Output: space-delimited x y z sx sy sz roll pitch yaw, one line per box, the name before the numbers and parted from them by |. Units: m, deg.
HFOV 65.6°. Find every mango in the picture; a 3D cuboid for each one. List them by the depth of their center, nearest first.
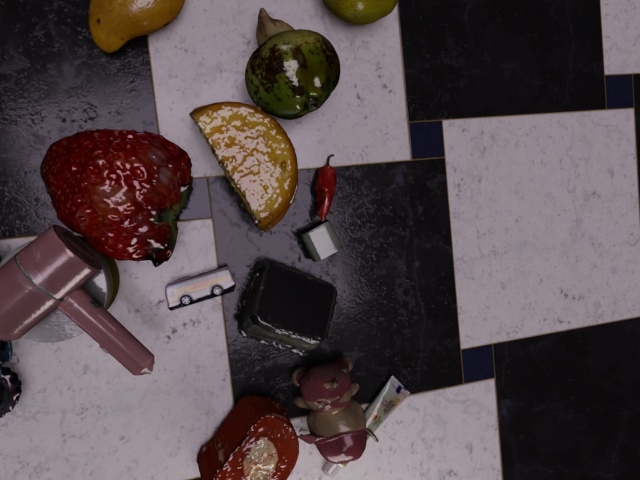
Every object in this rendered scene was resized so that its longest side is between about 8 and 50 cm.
mango | -0.425 -0.546 1.141 0.262 0.109 0.157 -44 105 -7

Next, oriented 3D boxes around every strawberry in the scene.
strawberry | -0.439 -0.113 1.074 0.309 0.291 0.292 21 87 -27

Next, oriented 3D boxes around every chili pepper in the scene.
chili pepper | 0.012 -0.139 1.288 0.050 0.059 0.191 19 68 -34

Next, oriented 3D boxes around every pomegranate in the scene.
pomegranate | -0.073 -0.431 1.181 0.221 0.204 0.277 -15 99 -32

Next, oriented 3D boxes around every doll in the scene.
doll | 0.028 0.440 1.279 0.196 0.152 0.256 -17 87 31

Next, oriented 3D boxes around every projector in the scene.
projector | 0.000 0.000 1.284 0.083 0.083 0.082 -28 99 -11

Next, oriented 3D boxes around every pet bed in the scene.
pet bed | -0.085 0.178 1.245 0.210 0.159 0.183 20 62 -15

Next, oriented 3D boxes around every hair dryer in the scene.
hair dryer | -0.474 0.165 0.980 0.210 0.125 0.352 -42 108 -8

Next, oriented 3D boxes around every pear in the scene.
pear | 0.101 -0.633 1.228 0.198 0.198 0.198 -1 93 -14

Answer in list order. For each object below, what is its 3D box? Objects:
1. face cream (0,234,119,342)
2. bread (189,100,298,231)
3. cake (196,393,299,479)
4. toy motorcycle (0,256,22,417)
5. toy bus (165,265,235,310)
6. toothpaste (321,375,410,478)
face cream | -0.571 0.098 1.099 0.218 0.179 0.218 -1 93 -14
bread | -0.153 -0.202 1.178 0.179 0.194 0.340 -31 96 -5
cake | -0.174 0.534 1.238 0.177 0.151 0.283 40 83 -24
toy motorcycle | -0.788 0.203 1.054 0.232 0.172 0.416 -5 103 -20
toy bus | -0.299 0.116 1.232 0.172 0.057 0.072 -17 91 -13
toothpaste | 0.120 0.512 1.356 0.056 0.058 0.314 37 76 31
